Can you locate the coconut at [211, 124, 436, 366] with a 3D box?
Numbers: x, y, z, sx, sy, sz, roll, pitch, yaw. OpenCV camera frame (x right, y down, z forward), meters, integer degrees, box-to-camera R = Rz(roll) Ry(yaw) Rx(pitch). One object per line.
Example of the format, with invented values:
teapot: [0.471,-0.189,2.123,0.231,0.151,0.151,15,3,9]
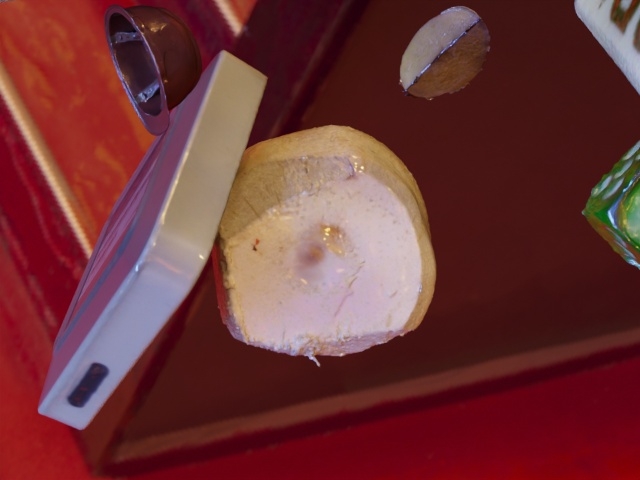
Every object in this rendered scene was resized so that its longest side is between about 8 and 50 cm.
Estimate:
coconut: [0.000,0.000,1.606,0.297,0.297,0.254,21,10,-10]

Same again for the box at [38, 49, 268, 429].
box: [-0.203,-0.004,1.508,0.090,0.367,0.373,27,43,-14]

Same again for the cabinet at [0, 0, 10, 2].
cabinet: [-0.198,-0.403,1.031,0.227,0.318,0.290,-6,70,-10]

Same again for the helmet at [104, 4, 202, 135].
helmet: [-0.128,-0.148,1.044,0.057,0.089,0.111,-26,101,-27]

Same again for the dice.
dice: [0.368,-0.036,1.366,0.128,0.131,0.120,40,1,-5]

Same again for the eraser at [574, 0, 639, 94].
eraser: [0.210,-0.143,0.724,0.058,0.117,0.172,21,25,-15]

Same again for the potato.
potato: [0.192,-0.294,1.901,0.100,0.172,0.089,9,48,-39]
